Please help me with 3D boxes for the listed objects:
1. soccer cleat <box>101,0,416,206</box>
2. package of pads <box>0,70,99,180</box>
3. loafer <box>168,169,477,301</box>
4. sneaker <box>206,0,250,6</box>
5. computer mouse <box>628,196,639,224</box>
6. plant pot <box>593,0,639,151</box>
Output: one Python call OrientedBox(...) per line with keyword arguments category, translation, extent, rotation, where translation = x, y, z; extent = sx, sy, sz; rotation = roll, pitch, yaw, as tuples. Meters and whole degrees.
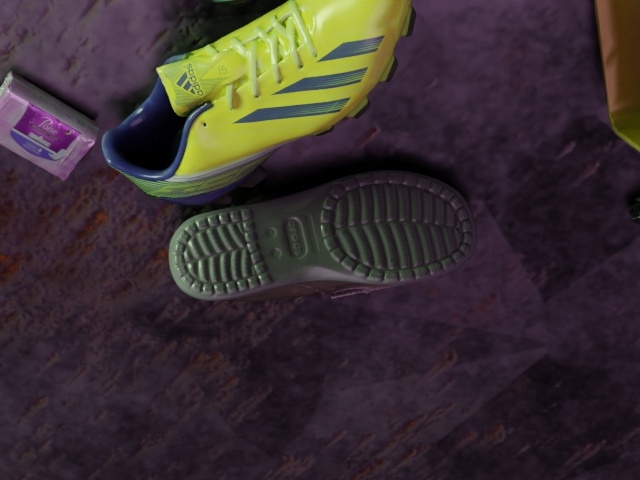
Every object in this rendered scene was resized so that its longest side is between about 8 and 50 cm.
OrientedBox(category="soccer cleat", translation=(-0.048, -0.116, 1.163), extent=(0.121, 0.093, 0.289), rotation=(17, 139, -37))
OrientedBox(category="package of pads", translation=(-0.217, -0.088, 1.241), extent=(0.083, 0.032, 0.050), rotation=(31, 118, -23))
OrientedBox(category="loafer", translation=(0.000, 0.000, 1.298), extent=(0.251, 0.087, 0.094), rotation=(-5, 83, -11))
OrientedBox(category="sneaker", translation=(0.002, -0.258, 1.123), extent=(0.267, 0.101, 0.106), rotation=(-32, 150, 10))
OrientedBox(category="computer mouse", translation=(0.339, -0.070, 1.292), extent=(0.106, 0.042, 0.193), rotation=(21, 120, -17))
OrientedBox(category="plant pot", translation=(0.311, -0.168, 1.114), extent=(0.187, 0.212, 0.212), rotation=(-14, 112, -6))
